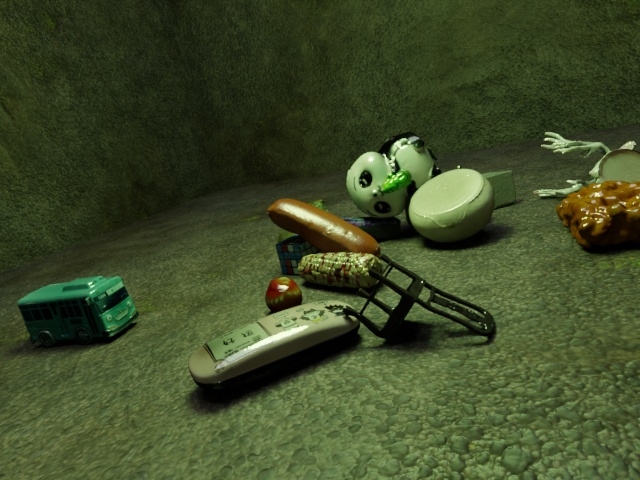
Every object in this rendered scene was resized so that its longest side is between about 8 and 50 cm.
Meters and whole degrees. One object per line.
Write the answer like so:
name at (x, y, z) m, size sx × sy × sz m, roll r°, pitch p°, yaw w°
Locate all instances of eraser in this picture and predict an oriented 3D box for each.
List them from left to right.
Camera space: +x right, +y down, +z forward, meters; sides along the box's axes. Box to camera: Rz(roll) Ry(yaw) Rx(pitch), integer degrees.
eraser at (0.447, -0.133, 1.532) m, size 0.352 × 0.112 × 0.077 m, roll -15°, pitch 12°, yaw -8°

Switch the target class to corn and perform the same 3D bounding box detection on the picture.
corn at (0.035, 0.070, 1.154) m, size 0.253 × 0.086 × 0.086 m, roll 1°, pitch 19°, yaw 45°

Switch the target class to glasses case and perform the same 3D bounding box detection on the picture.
glasses case at (-0.075, 0.178, 0.842) m, size 0.314 × 0.075 × 0.122 m, roll -17°, pitch 17°, yaw -23°

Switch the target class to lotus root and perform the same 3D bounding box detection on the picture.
lotus root at (-0.067, -0.039, 1.683) m, size 0.183 × 0.078 × 0.203 m, roll -8°, pitch 13°, yaw 14°

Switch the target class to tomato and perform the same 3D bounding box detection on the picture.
tomato at (-0.083, 0.123, 1.073) m, size 0.087 × 0.075 × 0.087 m, roll -8°, pitch 16°, yaw 2°

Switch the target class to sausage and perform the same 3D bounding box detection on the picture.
sausage at (0.009, -0.027, 1.261) m, size 0.348 × 0.094 × 0.097 m, roll 30°, pitch 30°, yaw 19°

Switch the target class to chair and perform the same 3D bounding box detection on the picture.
chair at (0.172, 0.128, 0.840) m, size 0.229 × 0.113 × 0.106 m, roll 32°, pitch 25°, yaw 11°

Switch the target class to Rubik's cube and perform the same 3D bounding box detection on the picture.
Rubik's cube at (-0.056, 0.038, 1.336) m, size 0.092 × 0.092 × 0.092 m, roll -1°, pitch 18°, yaw 40°

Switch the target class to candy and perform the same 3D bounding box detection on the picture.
candy at (0.087, -0.038, 1.459) m, size 0.312 × 0.061 × 0.088 m, roll -2°, pitch 13°, yaw -9°

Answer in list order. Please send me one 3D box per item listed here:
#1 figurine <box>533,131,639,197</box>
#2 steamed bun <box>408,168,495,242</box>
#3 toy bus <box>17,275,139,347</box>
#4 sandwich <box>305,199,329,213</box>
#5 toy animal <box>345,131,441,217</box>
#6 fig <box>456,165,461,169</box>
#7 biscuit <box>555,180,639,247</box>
figurine at (0.790, -0.207, 1.371) m, size 0.284 × 0.207 × 0.315 m, roll 3°, pitch 13°, yaw 15°
steamed bun at (0.365, -0.081, 1.308) m, size 0.231 × 0.145 × 0.232 m, roll -25°, pitch 31°, yaw 16°
toy bus at (-0.603, 0.171, 1.188) m, size 0.255 × 0.147 × 0.128 m, roll -8°, pitch 17°, yaw 19°
sandwich at (-0.041, -0.107, 1.895) m, size 0.244 × 0.090 × 0.088 m, roll -21°, pitch 12°, yaw -39°
toy animal at (0.211, -0.190, 1.425) m, size 0.266 × 0.213 × 0.212 m, roll -37°, pitch 17°, yaw -5°
fig at (0.428, -0.134, 1.429) m, size 0.117 × 0.178 × 0.117 m, roll -28°, pitch 12°, yaw 6°
biscuit at (0.723, -0.077, 1.086) m, size 0.311 × 0.111 × 0.318 m, roll -9°, pitch 15°, yaw 17°
